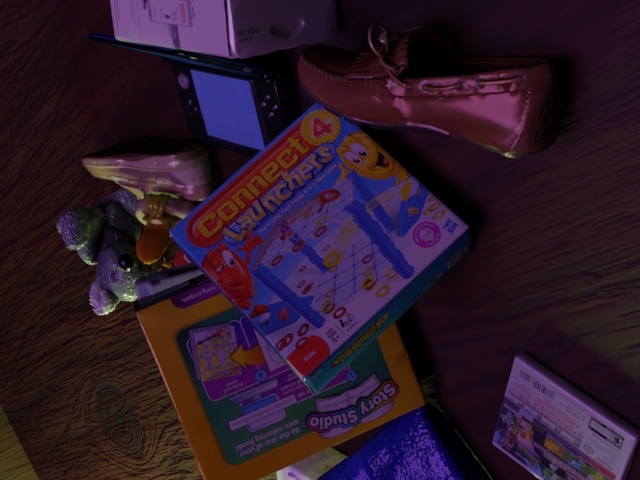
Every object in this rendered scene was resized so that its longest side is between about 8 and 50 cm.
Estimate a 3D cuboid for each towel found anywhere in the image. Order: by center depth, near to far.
[{"bbox_3d":[0.128,0.427,1.687,0.308,0.076,0.227,-44,76,30],"label":"towel"}]

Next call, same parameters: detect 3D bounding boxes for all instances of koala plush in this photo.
[{"bbox_3d":[-0.415,0.026,2.113,0.221,0.196,0.203,63,156,-1],"label":"koala plush"}]

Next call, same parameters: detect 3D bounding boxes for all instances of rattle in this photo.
[{"bbox_3d":[-0.284,0.005,1.916,0.199,0.130,0.142,124,141,-64],"label":"rattle"}]

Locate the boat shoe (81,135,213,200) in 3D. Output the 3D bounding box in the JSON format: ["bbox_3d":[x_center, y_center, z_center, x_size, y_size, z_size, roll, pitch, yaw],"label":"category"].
[{"bbox_3d":[-0.330,-0.125,1.949,0.341,0.122,0.110,7,119,47],"label":"boat shoe"}]

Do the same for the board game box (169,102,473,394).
[{"bbox_3d":[0.000,0.000,1.465,0.302,0.308,0.086,44,172,23],"label":"board game box"}]

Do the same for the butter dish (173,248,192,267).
[{"bbox_3d":[-0.153,0.033,1.846,0.160,0.118,0.160,42,96,32],"label":"butter dish"}]

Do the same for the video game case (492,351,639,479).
[{"bbox_3d":[0.341,0.278,1.461,0.201,0.023,0.183,34,136,32],"label":"video game case"}]

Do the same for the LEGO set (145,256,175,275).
[{"bbox_3d":[-0.249,0.192,1.990,0.255,0.192,0.331,20,127,43],"label":"LEGO set"}]

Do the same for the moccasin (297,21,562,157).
[{"bbox_3d":[0.125,-0.210,1.316,0.380,0.139,0.147,22,127,42],"label":"moccasin"}]

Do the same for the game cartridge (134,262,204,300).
[{"bbox_3d":[-0.145,0.119,1.751,0.062,0.297,0.198,-124,21,-64],"label":"game cartridge"}]

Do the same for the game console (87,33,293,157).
[{"bbox_3d":[-0.204,-0.227,1.665,0.293,0.173,0.250,20,131,46],"label":"game console"}]

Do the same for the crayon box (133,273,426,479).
[{"bbox_3d":[-0.061,0.176,1.602,0.106,0.363,0.313,-156,45,-77],"label":"crayon box"}]

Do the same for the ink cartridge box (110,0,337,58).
[{"bbox_3d":[-0.142,-0.348,1.499,0.283,0.207,0.117,18,120,44],"label":"ink cartridge box"}]

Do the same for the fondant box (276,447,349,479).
[{"bbox_3d":[0.040,0.559,1.952,0.238,0.096,0.330,21,126,43],"label":"fondant box"}]
